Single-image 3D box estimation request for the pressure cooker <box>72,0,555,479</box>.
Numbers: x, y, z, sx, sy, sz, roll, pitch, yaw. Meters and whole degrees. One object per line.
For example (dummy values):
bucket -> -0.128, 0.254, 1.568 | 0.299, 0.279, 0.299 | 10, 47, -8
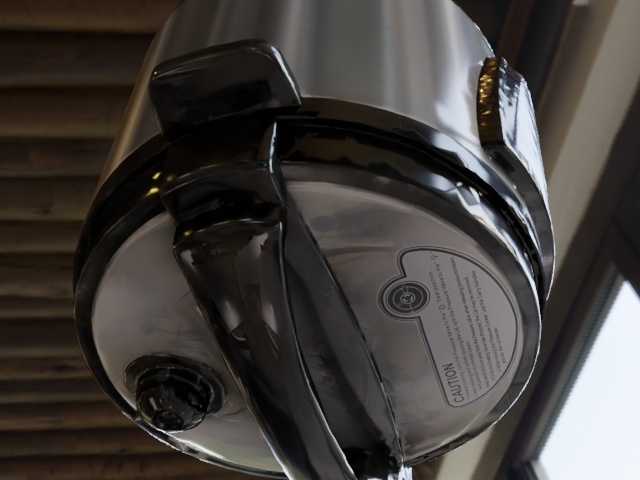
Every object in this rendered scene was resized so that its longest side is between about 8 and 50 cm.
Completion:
pressure cooker -> -0.005, 0.002, 0.740 | 0.370, 0.420, 0.375 | 25, -53, -17
